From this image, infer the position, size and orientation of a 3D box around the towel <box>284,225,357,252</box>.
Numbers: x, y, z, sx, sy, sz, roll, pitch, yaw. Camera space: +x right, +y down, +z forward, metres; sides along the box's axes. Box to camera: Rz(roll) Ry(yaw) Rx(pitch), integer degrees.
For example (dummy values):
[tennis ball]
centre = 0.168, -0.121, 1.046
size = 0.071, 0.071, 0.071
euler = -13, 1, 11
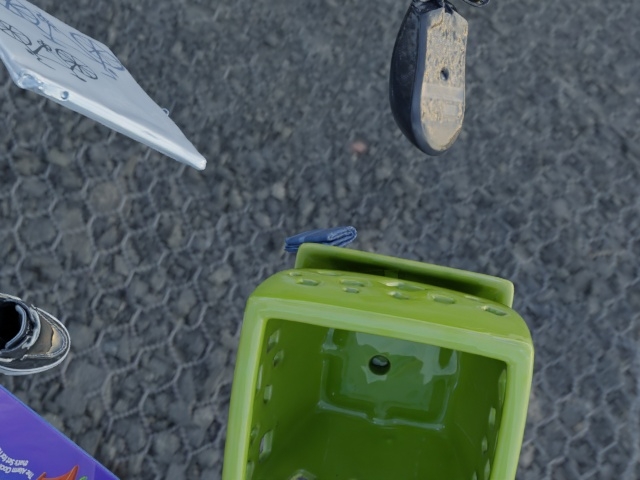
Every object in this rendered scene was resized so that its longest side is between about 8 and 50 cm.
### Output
[towel]
centre = 0.000, 0.000, 1.835
size = 0.067, 0.119, 0.029
euler = -20, 98, -34

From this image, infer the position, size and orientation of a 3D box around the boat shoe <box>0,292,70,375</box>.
[boat shoe]
centre = -0.452, 0.125, 1.688
size = 0.301, 0.102, 0.108
euler = 30, 60, -53

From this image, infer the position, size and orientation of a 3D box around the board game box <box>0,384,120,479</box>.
[board game box]
centre = -0.272, 0.043, 0.611
size = 0.233, 0.347, 0.078
euler = 29, 73, 29

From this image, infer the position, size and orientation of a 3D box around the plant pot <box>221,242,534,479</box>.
[plant pot]
centre = 0.052, 0.131, 1.005
size = 0.228, 0.227, 0.207
euler = 10, 20, 5

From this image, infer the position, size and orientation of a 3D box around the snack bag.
[snack bag]
centre = -0.319, -0.217, 1.483
size = 0.323, 0.037, 0.342
euler = 26, 16, -50

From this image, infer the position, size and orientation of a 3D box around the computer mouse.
[computer mouse]
centre = 0.149, -0.251, 1.606
size = 0.188, 0.072, 0.272
euler = 6, 91, -49
